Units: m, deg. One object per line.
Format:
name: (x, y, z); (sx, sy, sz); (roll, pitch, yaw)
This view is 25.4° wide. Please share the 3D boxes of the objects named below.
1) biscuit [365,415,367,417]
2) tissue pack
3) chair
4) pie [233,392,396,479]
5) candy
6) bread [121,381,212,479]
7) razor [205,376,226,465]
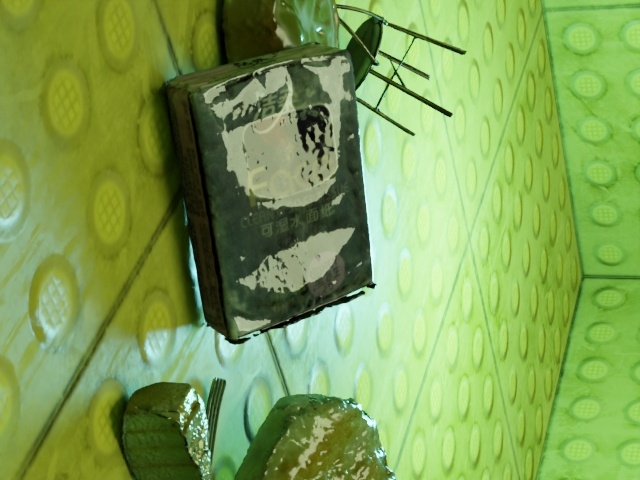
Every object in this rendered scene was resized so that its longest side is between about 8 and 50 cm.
biscuit: (0.047, 0.447, 2.463); (0.318, 0.040, 0.318); (2, 90, -69)
tissue pack: (-0.065, -0.071, 1.933); (0.259, 0.122, 0.361); (-19, 114, -31)
chair: (0.074, -0.315, 2.390); (0.326, 0.170, 0.159); (22, 67, -20)
pie: (-0.019, 0.439, 2.098); (0.395, 0.180, 0.418); (-62, 140, -24)
candy: (-0.052, -0.309, 2.077); (0.260, 0.118, 0.260); (-2, 90, -69)
bread: (-0.188, 0.242, 1.781); (0.110, 0.103, 0.156); (-80, 165, -54)
razor: (-0.152, 0.283, 1.946); (0.068, 0.037, 0.191); (15, 67, -26)
